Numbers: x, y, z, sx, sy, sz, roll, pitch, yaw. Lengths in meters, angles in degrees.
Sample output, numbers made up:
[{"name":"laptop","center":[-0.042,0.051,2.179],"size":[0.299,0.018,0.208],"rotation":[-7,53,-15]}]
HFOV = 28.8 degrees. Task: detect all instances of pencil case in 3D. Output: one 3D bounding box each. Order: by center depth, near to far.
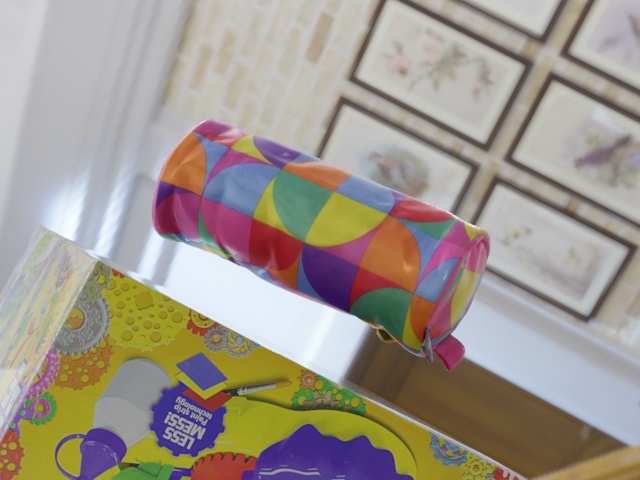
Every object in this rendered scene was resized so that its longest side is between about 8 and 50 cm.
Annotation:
[{"name":"pencil case","center":[0.000,0.000,0.860],"size":[0.104,0.236,0.104],"rotation":[-52,-22,-31]}]

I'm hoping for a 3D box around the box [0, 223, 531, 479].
[{"name":"box","center":[-0.068,0.140,0.745],"size":[0.177,0.290,0.279],"rotation":[-62,19,-4]}]
